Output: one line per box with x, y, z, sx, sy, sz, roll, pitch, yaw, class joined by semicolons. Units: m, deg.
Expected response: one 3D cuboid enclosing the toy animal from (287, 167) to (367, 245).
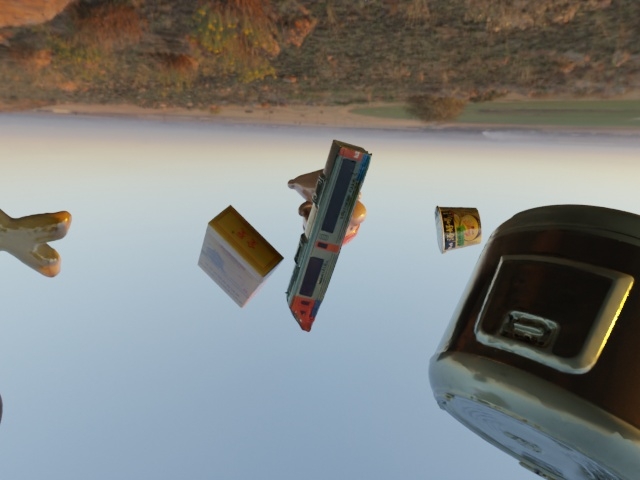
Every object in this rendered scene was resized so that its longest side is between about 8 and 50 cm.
0.019;-0.078;1.071;0.171;0.198;0.171;-16;-167;4;toy animal

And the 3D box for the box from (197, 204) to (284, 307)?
-0.204;0.051;1.060;0.076;0.174;0.274;-46;178;-30;box

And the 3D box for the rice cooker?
0.340;0.132;0.576;0.335;0.325;0.335;30;161;12;rice cooker

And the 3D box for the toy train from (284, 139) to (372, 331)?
0.000;0.000;0.902;0.089;0.410;0.086;14;-160;-12;toy train

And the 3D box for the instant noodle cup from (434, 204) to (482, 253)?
0.419;-0.040;1.329;0.122;0.152;0.151;-8;-169;11;instant noodle cup

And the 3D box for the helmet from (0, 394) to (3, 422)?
-0.542;0.209;0.501;0.154;0.199;0.253;37;-154;25;helmet

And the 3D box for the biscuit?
-0.633;-0.012;0.883;0.207;0.165;0.047;16;-163;-23;biscuit
